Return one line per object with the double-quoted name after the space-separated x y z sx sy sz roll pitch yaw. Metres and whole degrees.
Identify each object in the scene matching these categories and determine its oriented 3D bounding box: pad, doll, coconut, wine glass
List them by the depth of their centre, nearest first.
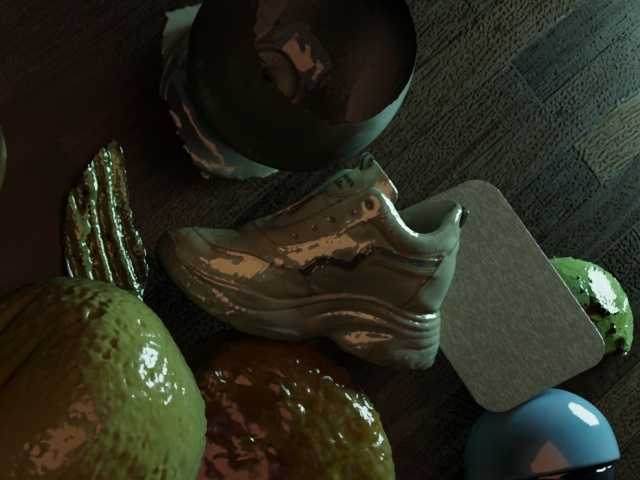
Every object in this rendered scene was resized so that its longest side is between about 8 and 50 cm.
-0.038 -0.182 1.925 0.238 0.323 0.238 3 82 -23 "wine glass"
0.252 0.295 2.069 0.177 0.141 0.314 -7 88 -13 "doll"
0.188 0.058 2.091 0.176 0.002 0.266 -24 68 -22 "pad"
0.299 0.081 2.161 0.158 0.055 0.133 -13 89 -23 "coconut"

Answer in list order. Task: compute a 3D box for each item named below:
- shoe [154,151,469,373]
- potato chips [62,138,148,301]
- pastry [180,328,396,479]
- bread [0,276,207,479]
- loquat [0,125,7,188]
0.000 0.000 1.955 0.342 0.132 0.210 15 103 -25 "shoe"
-0.234 -0.004 1.982 0.092 0.028 0.207 -9 88 -23 "potato chips"
-0.067 0.242 1.956 0.329 0.136 0.330 4 80 -21 "pastry"
-0.273 0.182 1.787 0.320 0.320 0.237 -49 139 -19 "bread"
-0.408 -0.068 1.849 0.179 0.179 0.227 16 80 -18 "loquat"
